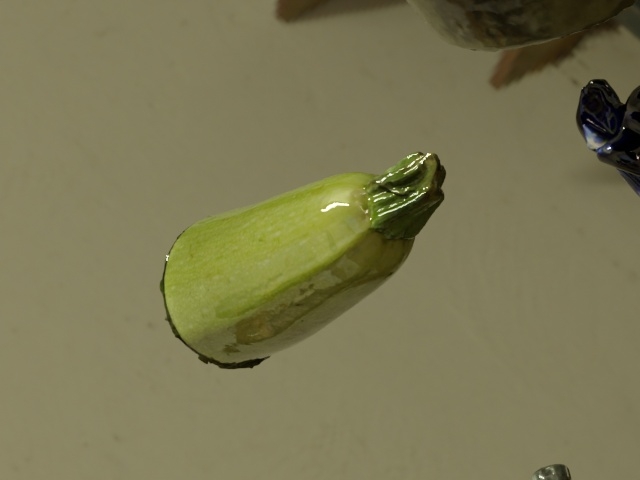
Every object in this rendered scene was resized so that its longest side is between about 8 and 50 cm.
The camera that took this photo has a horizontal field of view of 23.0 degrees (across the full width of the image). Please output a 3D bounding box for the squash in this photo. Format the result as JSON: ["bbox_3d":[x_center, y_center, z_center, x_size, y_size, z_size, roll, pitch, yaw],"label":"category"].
[{"bbox_3d":[0.000,0.000,0.852,0.094,0.094,0.224,-27,-2,-36],"label":"squash"}]

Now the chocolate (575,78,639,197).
[{"bbox_3d":[0.346,-0.032,1.197,0.126,0.343,0.148,-43,-21,-22],"label":"chocolate"}]

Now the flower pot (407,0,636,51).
[{"bbox_3d":[0.116,-0.326,1.098,0.294,0.293,0.330,-38,-57,-15],"label":"flower pot"}]

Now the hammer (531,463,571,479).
[{"bbox_3d":[0.199,0.282,1.203,0.029,0.103,0.246,-14,-46,3],"label":"hammer"}]
